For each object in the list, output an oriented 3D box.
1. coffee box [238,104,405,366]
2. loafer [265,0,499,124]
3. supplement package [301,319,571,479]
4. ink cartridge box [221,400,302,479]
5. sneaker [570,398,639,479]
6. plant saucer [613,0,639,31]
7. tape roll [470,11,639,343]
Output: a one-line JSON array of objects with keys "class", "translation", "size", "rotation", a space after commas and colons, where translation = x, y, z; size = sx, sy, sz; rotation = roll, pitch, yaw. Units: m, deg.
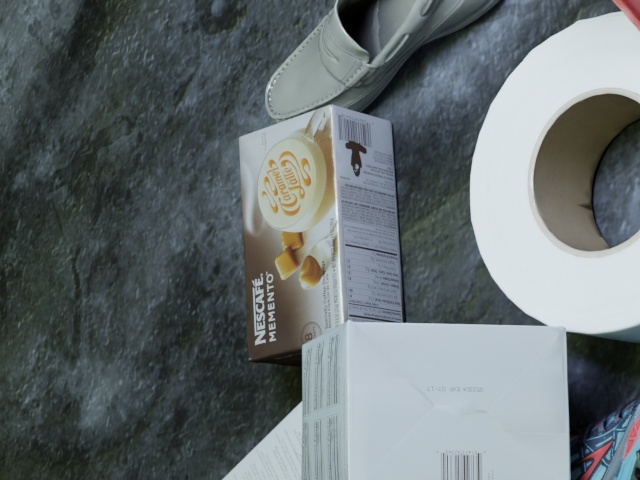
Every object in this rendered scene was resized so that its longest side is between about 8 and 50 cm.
[{"class": "coffee box", "translation": [0.000, 0.000, 1.621], "size": [0.141, 0.098, 0.246], "rotation": [-15, 72, 42]}, {"class": "loafer", "translation": [0.045, -0.218, 1.609], "size": [0.319, 0.111, 0.112], "rotation": [-37, 58, 34]}, {"class": "supplement package", "translation": [0.094, 0.156, 1.380], "size": [0.203, 0.194, 0.149], "rotation": [140, 131, -75]}, {"class": "ink cartridge box", "translation": [-0.029, 0.298, 1.617], "size": [0.371, 0.069, 0.175], "rotation": [-45, 55, 26]}, {"class": "sneaker", "translation": [0.251, 0.185, 1.339], "size": [0.125, 0.104, 0.261], "rotation": [38, 109, 44]}, {"class": "plant saucer", "translation": [0.383, -0.211, 1.205], "size": [0.259, 0.048, 0.258], "rotation": [-41, 87, 19]}, {"class": "tape roll", "translation": [0.271, -0.054, 1.368], "size": [0.286, 0.100, 0.286], "rotation": [-11, 75, 44]}]
